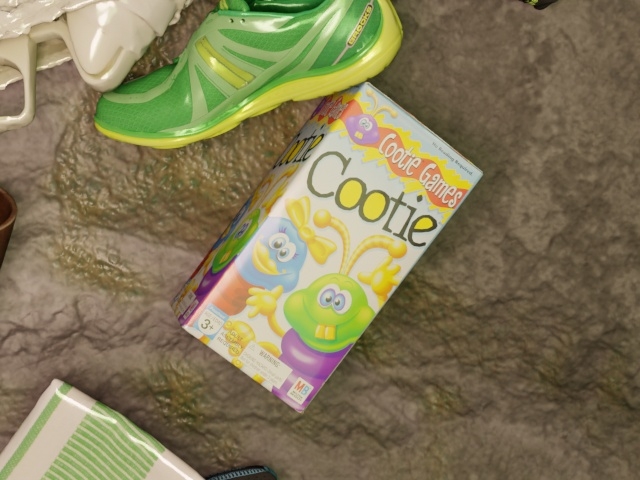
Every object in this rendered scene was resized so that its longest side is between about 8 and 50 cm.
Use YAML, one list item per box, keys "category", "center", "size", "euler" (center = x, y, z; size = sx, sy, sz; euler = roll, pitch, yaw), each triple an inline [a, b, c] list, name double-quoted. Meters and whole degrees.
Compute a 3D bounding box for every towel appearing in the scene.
- category: "towel"
  center: [-0.181, 0.309, 1.424]
  size: [0.325, 0.038, 0.248]
  euler: [38, 105, 7]

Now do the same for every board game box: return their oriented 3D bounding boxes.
- category: "board game box"
  center: [0.000, 0.000, 1.446]
  size: [0.142, 0.144, 0.275]
  euler: [37, 89, -12]

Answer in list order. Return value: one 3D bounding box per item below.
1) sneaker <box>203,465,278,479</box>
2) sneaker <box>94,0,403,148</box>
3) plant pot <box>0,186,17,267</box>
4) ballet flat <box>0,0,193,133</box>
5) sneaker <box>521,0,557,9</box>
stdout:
- category: "sneaker"
  center: [-0.041, 0.381, 1.494]
  size: [0.139, 0.125, 0.341]
  euler: [-26, 101, -6]
- category: "sneaker"
  center: [-0.075, -0.173, 1.397]
  size: [0.295, 0.109, 0.123]
  euler: [-20, 112, 13]
- category: "plant pot"
  center: [-0.391, 0.065, 1.364]
  size: [0.215, 0.215, 0.230]
  euler: [8, 109, -11]
- category: "ballet flat"
  center: [-0.253, -0.172, 1.373]
  size: [0.409, 0.147, 0.147]
  euler: [-21, 100, 0]
- category: "sneaker"
  center: [0.196, -0.261, 1.489]
  size: [0.188, 0.067, 0.078]
  euler: [-7, 92, -13]
